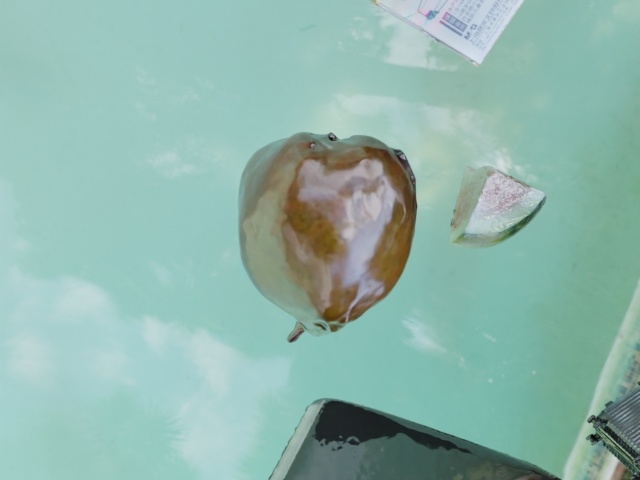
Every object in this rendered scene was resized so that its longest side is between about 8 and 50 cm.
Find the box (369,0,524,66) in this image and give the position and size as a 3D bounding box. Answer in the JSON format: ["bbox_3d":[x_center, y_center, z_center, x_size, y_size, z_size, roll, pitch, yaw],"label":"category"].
[{"bbox_3d":[0.223,-0.432,0.762,0.221,0.091,0.274,22,118,-24],"label":"box"}]

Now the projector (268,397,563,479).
[{"bbox_3d":[0.106,0.476,0.704,0.395,0.405,0.242,-55,148,-43],"label":"projector"}]

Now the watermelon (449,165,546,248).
[{"bbox_3d":[0.475,-0.098,1.417,0.310,0.193,0.232,-16,98,-5],"label":"watermelon"}]

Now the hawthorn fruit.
[{"bbox_3d":[0.004,-0.022,0.835,0.308,0.308,0.325,39,48,-50],"label":"hawthorn fruit"}]

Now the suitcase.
[{"bbox_3d":[0.394,0.222,0.613,0.126,0.086,0.059,-27,130,-12],"label":"suitcase"}]
